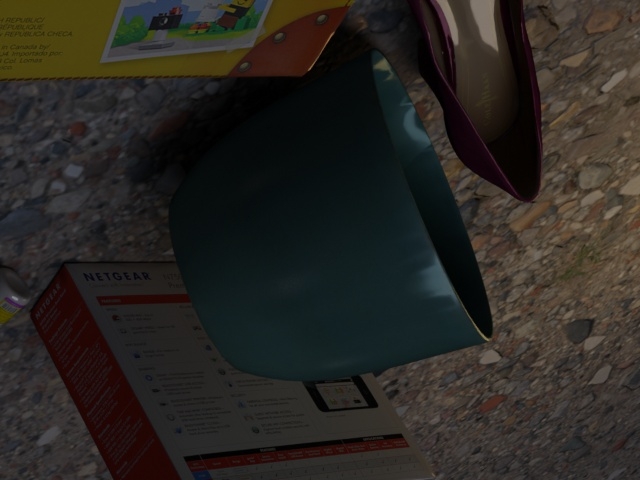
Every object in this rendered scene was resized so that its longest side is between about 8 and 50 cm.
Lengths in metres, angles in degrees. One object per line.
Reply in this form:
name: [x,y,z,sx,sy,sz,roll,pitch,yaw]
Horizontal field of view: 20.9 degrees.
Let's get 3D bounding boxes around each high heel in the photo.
high heel: [0.153,-0.192,1.561,0.127,0.181,0.377,-30,152,-5]

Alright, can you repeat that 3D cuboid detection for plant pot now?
plant pot: [0.000,0.000,1.623,0.235,0.293,0.293,-22,153,11]

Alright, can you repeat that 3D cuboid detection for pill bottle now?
pill bottle: [-0.317,0.066,1.645,0.083,0.043,0.043,-40,151,15]

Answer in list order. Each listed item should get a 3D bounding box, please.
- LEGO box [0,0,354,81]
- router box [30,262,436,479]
LEGO box: [-0.243,-0.268,0.852,0.500,0.372,0.193,-6,142,-40]
router box: [-0.084,0.159,1.753,0.335,0.301,0.082,1,137,-45]
